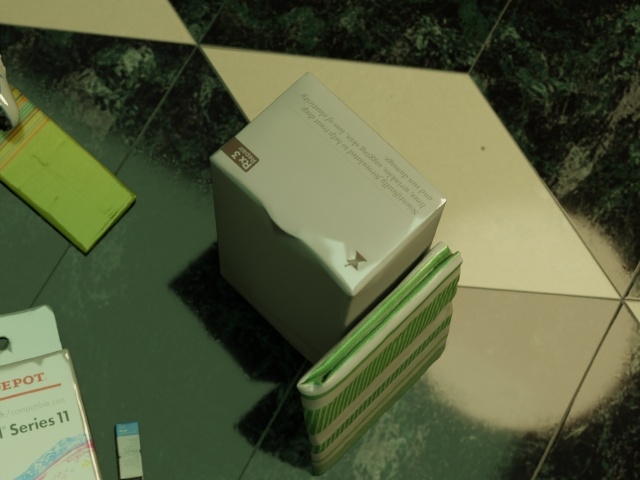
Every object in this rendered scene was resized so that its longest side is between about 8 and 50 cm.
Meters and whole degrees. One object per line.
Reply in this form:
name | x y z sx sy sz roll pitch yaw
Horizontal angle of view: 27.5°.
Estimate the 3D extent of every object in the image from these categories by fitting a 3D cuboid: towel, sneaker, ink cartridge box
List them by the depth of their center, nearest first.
ink cartridge box | -0.369 0.255 1.528 0.207 0.119 0.353 -14 81 -13
towel | 0.068 0.145 1.529 0.038 0.325 0.248 41 74 17
ink cartridge box | -0.233 0.264 1.588 0.028 0.048 0.083 -5 79 -11
sneaker | -0.429 -0.244 1.633 0.086 0.085 0.237 -26 75 -21
towel | -0.354 -0.096 1.660 0.237 0.021 0.102 41 78 0

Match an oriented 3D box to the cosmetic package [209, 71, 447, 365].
cosmetic package | 0.000 0.000 1.500 0.217 0.385 0.156 44 73 10
